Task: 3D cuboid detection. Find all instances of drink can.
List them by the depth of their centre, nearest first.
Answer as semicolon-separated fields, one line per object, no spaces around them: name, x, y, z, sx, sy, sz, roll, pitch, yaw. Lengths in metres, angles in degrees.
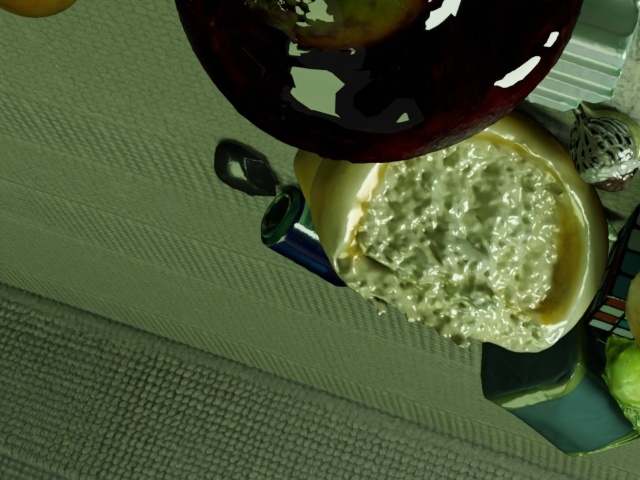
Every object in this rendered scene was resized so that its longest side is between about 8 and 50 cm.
drink can;0.000;0.000;2.428;0.205;0.118;0.118;32;160;-25

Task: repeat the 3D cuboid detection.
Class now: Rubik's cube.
Rubik's cube;0.489;0.062;1.986;0.154;0.151;0.155;21;162;5

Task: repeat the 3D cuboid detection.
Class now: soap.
soap;0.198;-0.244;1.528;0.289;0.095;0.173;18;161;10

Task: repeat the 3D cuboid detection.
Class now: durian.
durian;0.591;0.211;2.163;0.339;0.256;0.204;45;-179;-35

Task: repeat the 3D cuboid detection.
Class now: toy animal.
toy animal;0.346;-0.118;1.721;0.137;0.098;0.098;31;160;-25

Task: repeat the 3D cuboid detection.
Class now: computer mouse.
computer mouse;-0.131;-0.108;2.360;0.099;0.057;0.172;16;163;28

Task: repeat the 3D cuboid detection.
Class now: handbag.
handbag;0.409;0.203;2.307;0.222;0.263;0.241;-24;134;31

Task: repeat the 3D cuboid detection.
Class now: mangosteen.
mangosteen;0.047;-0.282;1.180;0.381;0.381;0.421;14;139;22

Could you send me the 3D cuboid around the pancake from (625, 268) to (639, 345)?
pancake;0.591;0.077;1.787;0.387;0.082;0.387;0;136;0

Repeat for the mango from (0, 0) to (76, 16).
mango;-0.393;-0.360;1.837;0.151;0.120;0.221;28;169;-23

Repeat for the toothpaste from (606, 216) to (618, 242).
toothpaste;0.373;-0.005;2.104;0.062;0.039;0.239;57;157;-2

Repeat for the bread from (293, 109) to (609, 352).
bread;0.172;-0.013;1.843;0.424;0.329;0.245;23;163;-22
